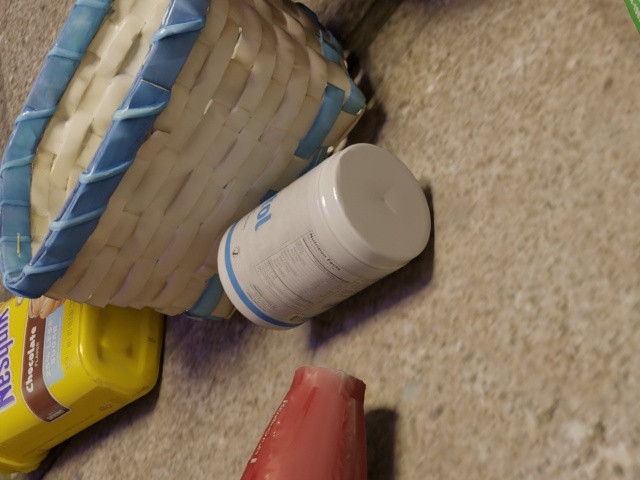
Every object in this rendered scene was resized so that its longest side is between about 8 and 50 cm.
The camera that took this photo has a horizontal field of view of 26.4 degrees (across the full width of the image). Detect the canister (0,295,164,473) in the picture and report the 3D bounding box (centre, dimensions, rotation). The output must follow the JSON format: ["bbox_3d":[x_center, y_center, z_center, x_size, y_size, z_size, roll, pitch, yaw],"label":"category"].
[{"bbox_3d":[-0.184,0.080,0.960,0.170,0.073,0.126,-32,46,41],"label":"canister"}]

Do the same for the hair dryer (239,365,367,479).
[{"bbox_3d":[-0.061,0.189,0.702,0.293,0.080,0.223,-57,33,15],"label":"hair dryer"}]

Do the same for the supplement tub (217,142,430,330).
[{"bbox_3d":[0.000,0.000,0.739,0.107,0.071,0.071,-33,45,42],"label":"supplement tub"}]

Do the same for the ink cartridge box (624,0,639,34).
[{"bbox_3d":[0.173,-0.192,0.508,0.208,0.087,0.153,102,164,-47],"label":"ink cartridge box"}]

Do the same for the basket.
[{"bbox_3d":[-0.145,-0.088,0.801,0.255,0.289,0.201,-54,34,20],"label":"basket"}]
